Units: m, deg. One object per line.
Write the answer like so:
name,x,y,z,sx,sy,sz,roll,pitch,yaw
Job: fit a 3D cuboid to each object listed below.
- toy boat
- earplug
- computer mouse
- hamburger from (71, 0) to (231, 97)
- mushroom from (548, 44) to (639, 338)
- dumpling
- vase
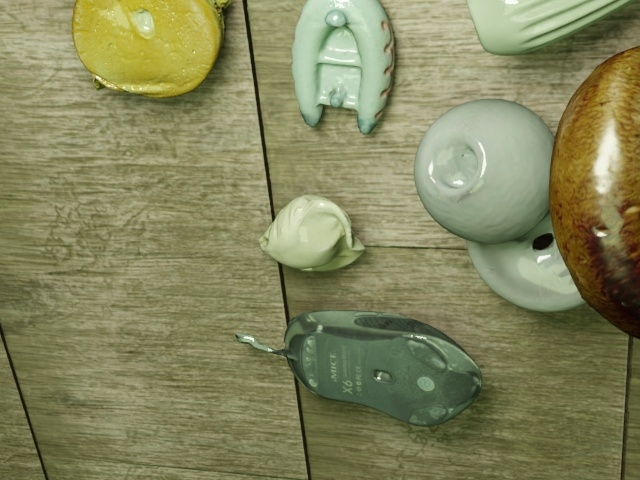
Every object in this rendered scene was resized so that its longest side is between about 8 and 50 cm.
toy boat,0.026,-0.229,1.397,0.134,0.079,0.208,13,124,12
earplug,0.249,-0.040,1.385,0.214,0.175,0.325,-34,117,25
computer mouse,0.056,0.166,1.619,0.379,0.090,0.167,11,122,17
hamburger,-0.212,-0.282,1.409,0.215,0.122,0.189,-4,125,14
mushroom,0.400,-0.047,1.272,0.345,0.345,0.239,33,162,-4
dumpling,0.001,0.000,1.529,0.134,0.100,0.169,29,127,-19
vase,0.293,-0.301,1.254,0.248,0.128,0.128,-17,114,14
